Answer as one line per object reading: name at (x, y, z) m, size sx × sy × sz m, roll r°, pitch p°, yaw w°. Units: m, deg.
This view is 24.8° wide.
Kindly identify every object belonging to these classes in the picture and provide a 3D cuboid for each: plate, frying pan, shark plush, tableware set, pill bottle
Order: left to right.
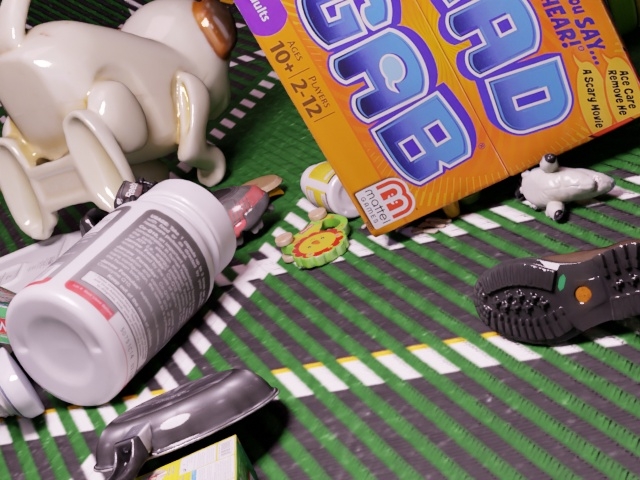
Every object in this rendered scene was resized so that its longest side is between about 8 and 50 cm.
plate at (-0.459, 0.073, 2.131) m, size 0.278 × 0.045 × 0.277 m, roll -22°, pitch 20°, yaw 9°
pill bottle at (-0.227, 0.054, 1.730) m, size 0.161 × 0.161 × 0.283 m, roll -10°, pitch 25°, yaw 37°
frying pan at (-0.176, 0.194, 1.384) m, size 0.197 × 0.053 × 0.326 m, roll -20°, pitch 3°, yaw 44°
pill bottle at (0.018, -0.068, 1.884) m, size 0.065 × 0.065 × 0.116 m, roll -31°, pitch 21°, yaw -16°
tableware set at (0.122, -0.046, 1.765) m, size 0.104 × 0.024 × 0.154 m, roll -36°, pitch 22°, yaw -28°
shark plush at (0.262, -0.054, 1.623) m, size 0.067 × 0.073 × 0.161 m, roll -11°, pitch -6°, yaw -18°

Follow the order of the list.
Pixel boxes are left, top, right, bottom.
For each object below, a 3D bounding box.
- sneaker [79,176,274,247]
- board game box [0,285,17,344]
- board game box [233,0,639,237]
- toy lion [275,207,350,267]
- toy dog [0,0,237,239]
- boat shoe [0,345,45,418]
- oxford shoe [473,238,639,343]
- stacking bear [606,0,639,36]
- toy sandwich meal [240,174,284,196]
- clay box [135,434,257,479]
sneaker at (-0.203, -0.030, 1.954) m, size 0.276 × 0.135 × 0.097 m, roll -20°, pitch 19°, yaw 12°
board game box at (-0.461, 0.077, 1.853) m, size 0.317 × 0.213 × 0.046 m, roll 15°, pitch 88°, yaw 51°
board game box at (0.138, -0.291, 1.743) m, size 0.356 × 0.356 × 0.356 m, roll -25°, pitch 24°, yaw 14°
toy lion at (0.000, 0.000, 1.792) m, size 0.096 × 0.034 × 0.100 m, roll 9°, pitch 38°, yaw 46°
toy dog at (-0.302, -0.232, 2.222) m, size 0.284 × 0.395 × 0.408 m, roll -25°, pitch 6°, yaw 44°
boat shoe at (-0.395, 0.180, 1.741) m, size 0.084 × 0.095 × 0.258 m, roll -35°, pitch 11°, yaw -15°
oxford shoe at (0.244, 0.046, 1.342) m, size 0.227 × 0.083 × 0.096 m, roll -9°, pitch 3°, yaw 42°
stacking bear at (0.422, -0.357, 2.012) m, size 0.289 × 0.164 × 0.175 m, roll -19°, pitch 20°, yaw 5°
toy sandwich meal at (-0.090, -0.065, 2.061) m, size 0.085 × 0.029 × 0.085 m, roll -20°, pitch 17°, yaw 6°
clay box at (-0.164, 0.262, 1.291) m, size 0.222 × 0.053 × 0.127 m, roll -25°, pitch 18°, yaw 5°
